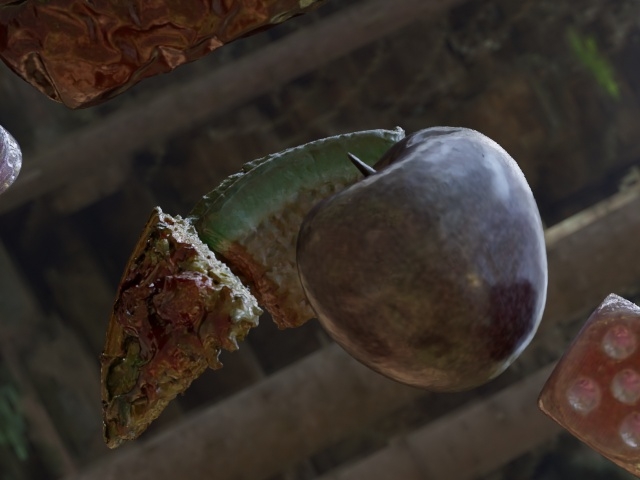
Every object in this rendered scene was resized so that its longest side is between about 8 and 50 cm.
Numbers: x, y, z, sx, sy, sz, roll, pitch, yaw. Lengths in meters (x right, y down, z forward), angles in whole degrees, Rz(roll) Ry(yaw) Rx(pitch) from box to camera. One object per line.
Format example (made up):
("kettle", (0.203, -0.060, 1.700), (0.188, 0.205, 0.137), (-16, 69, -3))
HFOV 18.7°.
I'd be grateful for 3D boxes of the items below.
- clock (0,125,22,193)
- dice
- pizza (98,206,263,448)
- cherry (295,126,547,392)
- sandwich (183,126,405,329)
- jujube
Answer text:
("clock", (-0.494, -0.063, 2.023), (0.295, 0.322, 0.113), (48, -1, 16))
("dice", (0.198, 0.093, 1.235), (0.091, 0.094, 0.093), (35, 3, 11))
("pizza", (-0.118, 0.052, 1.528), (0.193, 0.053, 0.201), (-22, -127, 48))
("cherry", (0.070, 0.015, 1.249), (0.140, 0.176, 0.176), (-25, -88, 54))
("sandwich", (-0.012, -0.008, 2.018), (0.109, 0.292, 0.212), (129, -45, -69))
("jujube", (-0.116, -0.236, 1.590), (0.216, 0.342, 0.216), (57, 11, -17))
